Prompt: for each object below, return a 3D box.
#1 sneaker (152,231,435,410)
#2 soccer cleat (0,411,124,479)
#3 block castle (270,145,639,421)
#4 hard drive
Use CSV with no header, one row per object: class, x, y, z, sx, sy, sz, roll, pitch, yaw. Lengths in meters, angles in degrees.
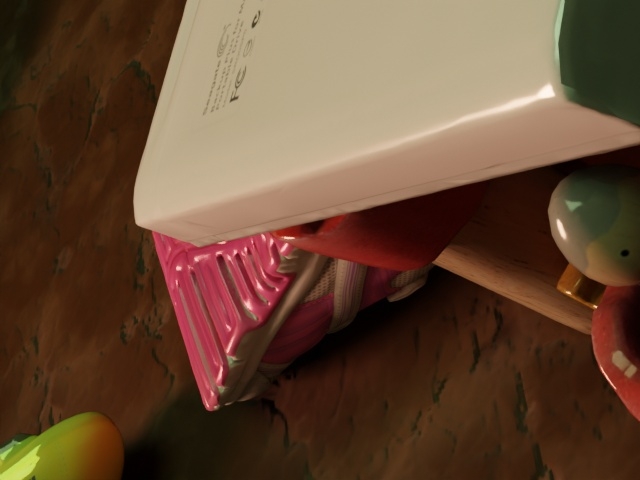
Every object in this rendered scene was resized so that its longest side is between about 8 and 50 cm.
sneaker,0.000,0.000,0.816,0.252,0.111,0.103,-51,52,58
soccer cleat,-0.175,0.221,0.949,0.121,0.093,0.289,39,99,26
block castle,0.168,-0.161,0.567,0.303,0.213,0.453,28,92,58
hard drive,0.028,-0.109,0.534,0.307,0.040,0.203,-11,62,67
